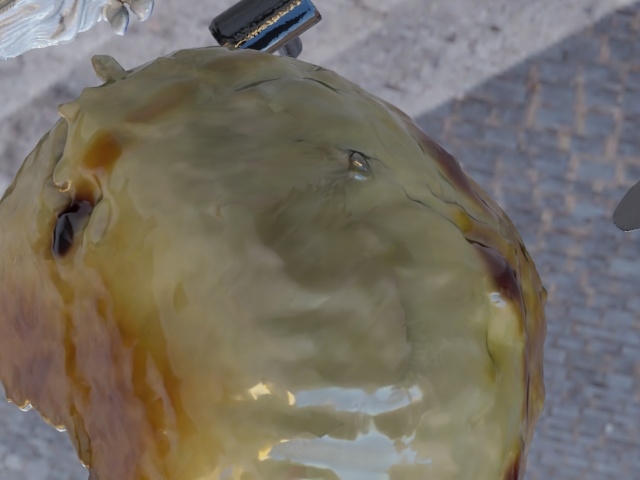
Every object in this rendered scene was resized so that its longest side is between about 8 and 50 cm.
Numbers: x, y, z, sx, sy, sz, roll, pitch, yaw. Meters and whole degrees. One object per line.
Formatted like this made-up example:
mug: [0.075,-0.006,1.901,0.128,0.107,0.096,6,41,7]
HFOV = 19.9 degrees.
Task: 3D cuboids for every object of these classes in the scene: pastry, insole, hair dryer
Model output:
pastry: [-0.003,0.017,0.770,0.236,0.256,0.170,-13,139,-36]
insole: [0.303,-0.044,1.453,0.005,0.086,0.253,43,162,-11]
hair dryer: [-0.060,-0.239,2.137,0.070,0.114,0.248,56,180,5]

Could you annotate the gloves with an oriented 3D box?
gloves: [-0.254,-0.251,1.857,0.229,0.097,0.119,-12,159,20]
